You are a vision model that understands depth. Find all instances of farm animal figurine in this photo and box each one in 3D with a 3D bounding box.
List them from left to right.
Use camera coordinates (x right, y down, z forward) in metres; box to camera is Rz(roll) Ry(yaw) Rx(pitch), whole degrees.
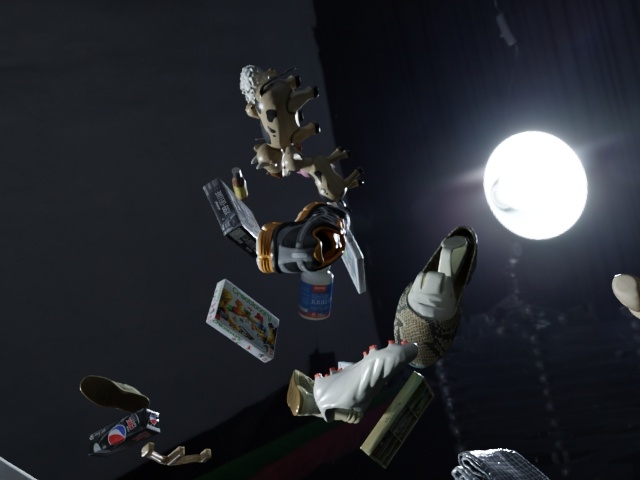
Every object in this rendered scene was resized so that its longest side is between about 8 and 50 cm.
[{"bbox_3d":[-0.076,-0.233,1.134,0.172,0.327,0.330,-33,-143,-24],"label":"farm animal figurine"}]

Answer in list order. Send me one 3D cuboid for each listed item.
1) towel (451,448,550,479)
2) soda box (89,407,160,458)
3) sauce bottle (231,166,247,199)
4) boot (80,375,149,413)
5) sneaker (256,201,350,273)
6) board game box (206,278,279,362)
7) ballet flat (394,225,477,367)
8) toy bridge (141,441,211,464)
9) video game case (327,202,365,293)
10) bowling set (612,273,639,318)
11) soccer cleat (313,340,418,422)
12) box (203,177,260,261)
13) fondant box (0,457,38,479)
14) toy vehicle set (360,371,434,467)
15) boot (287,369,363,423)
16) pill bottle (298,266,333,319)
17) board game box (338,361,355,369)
[{"bbox_3d":[0.553,0.712,1.362,0.234,0.122,0.283,15,-169,-34],"label":"towel"},{"bbox_3d":[-0.486,0.479,1.193,0.168,0.053,0.060,-27,142,7],"label":"soda box"},{"bbox_3d":[-0.255,-0.179,1.512,0.042,0.042,0.128,-14,151,-10],"label":"sauce bottle"},{"bbox_3d":[-0.657,0.485,1.530,0.213,0.077,0.165,29,160,-20],"label":"boot"},{"bbox_3d":[0.000,0.000,0.651,0.083,0.084,0.215,3,-163,25],"label":"sneaker"},{"bbox_3d":[-0.289,0.309,1.845,0.053,0.305,0.193,-30,-147,27],"label":"board game box"},{"bbox_3d":[0.316,0.108,1.273,0.163,0.182,0.483,18,-140,21],"label":"ballet flat"},{"bbox_3d":[-0.376,0.559,1.249,0.188,0.026,0.063,27,120,-37],"label":"toy bridge"},{"bbox_3d":[0.063,0.018,1.166,0.022,0.173,0.190,-22,151,-6],"label":"video game case"},{"bbox_3d":[0.641,0.125,0.754,0.200,0.287,0.154,-41,134,19],"label":"bowling set"},{"bbox_3d":[0.071,0.209,0.715,0.196,0.076,0.068,-35,149,30],"label":"soccer cleat"},{"bbox_3d":[-0.319,-0.074,1.889,0.076,0.243,0.307,-31,154,3],"label":"box"},{"bbox_3d":[-0.438,0.449,0.663,0.330,0.238,0.096,-44,-168,31],"label":"fondant box"},{"bbox_3d":[0.233,0.530,1.418,0.035,0.166,0.267,28,-108,38],"label":"toy vehicle set"},{"bbox_3d":[0.011,0.462,1.427,0.203,0.095,0.262,12,176,-9],"label":"boot"},{"bbox_3d":[-0.016,0.176,1.810,0.124,0.222,0.124,3,-163,-1],"label":"pill bottle"},{"bbox_3d":[0.129,0.604,2.167,0.026,0.104,0.154,3,170,-25],"label":"board game box"}]
